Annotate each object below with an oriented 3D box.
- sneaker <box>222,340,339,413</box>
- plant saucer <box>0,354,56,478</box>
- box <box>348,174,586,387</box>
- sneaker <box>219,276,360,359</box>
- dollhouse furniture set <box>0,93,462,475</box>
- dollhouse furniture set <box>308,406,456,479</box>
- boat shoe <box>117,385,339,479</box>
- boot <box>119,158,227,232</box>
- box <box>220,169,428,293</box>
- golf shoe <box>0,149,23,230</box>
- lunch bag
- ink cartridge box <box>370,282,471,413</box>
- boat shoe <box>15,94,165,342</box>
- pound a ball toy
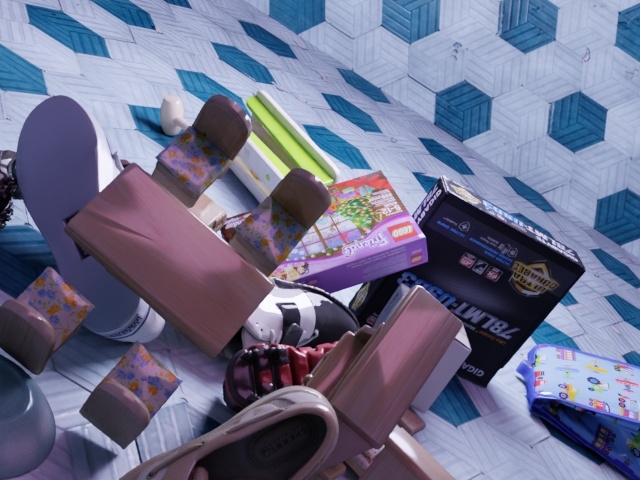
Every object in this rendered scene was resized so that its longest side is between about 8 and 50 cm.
[{"bbox_3d":[-0.006,0.191,1.308,0.276,0.135,0.098,2,67,-23],"label":"sneaker"},{"bbox_3d":[-0.360,0.162,1.032,0.195,0.037,0.195,28,24,-13],"label":"plant saucer"},{"bbox_3d":[0.246,0.079,1.695,0.295,0.293,0.073,28,23,-17],"label":"box"},{"bbox_3d":[-0.086,0.125,1.413,0.330,0.122,0.146,24,43,-27],"label":"sneaker"},{"bbox_3d":[-0.088,0.064,1.096,0.394,0.256,0.362,41,59,-2],"label":"dollhouse furniture set"},{"bbox_3d":[0.168,0.317,1.271,0.303,0.174,0.355,44,24,20],"label":"dollhouse furniture set"},{"bbox_3d":[-0.113,0.237,0.893,0.109,0.302,0.098,57,-4,1],"label":"boat shoe"},{"bbox_3d":[-0.279,-0.044,1.533,0.207,0.090,0.248,26,22,11],"label":"boot"},{"bbox_3d":[0.000,0.000,1.591,0.293,0.057,0.201,-18,41,-8],"label":"box"},{"bbox_3d":[-0.454,-0.070,1.343,0.094,0.077,0.198,15,22,-1],"label":"golf shoe"},{"bbox_3d":[0.510,0.296,1.869,0.293,0.138,0.221,25,25,2],"label":"lunch bag"},{"bbox_3d":[0.145,0.165,1.551,0.127,0.128,0.176,34,9,-1],"label":"ink cartridge box"},{"bbox_3d":[-0.290,-0.023,1.339,0.367,0.136,0.156,62,6,24],"label":"boat shoe"},{"bbox_3d":[-0.145,-0.154,1.883,0.208,0.136,0.319,-22,55,-34],"label":"pound a ball toy"}]
